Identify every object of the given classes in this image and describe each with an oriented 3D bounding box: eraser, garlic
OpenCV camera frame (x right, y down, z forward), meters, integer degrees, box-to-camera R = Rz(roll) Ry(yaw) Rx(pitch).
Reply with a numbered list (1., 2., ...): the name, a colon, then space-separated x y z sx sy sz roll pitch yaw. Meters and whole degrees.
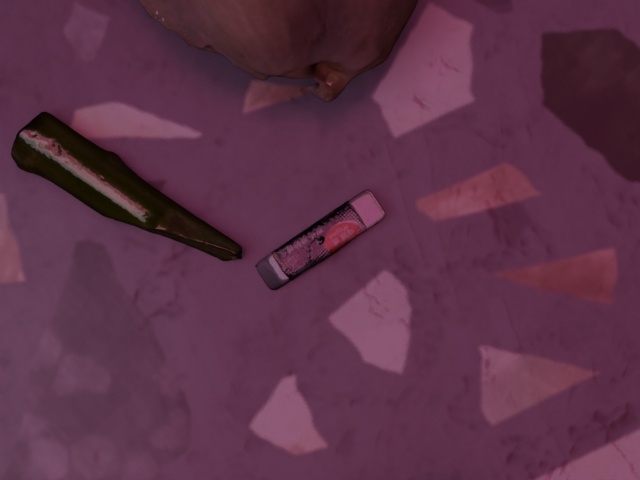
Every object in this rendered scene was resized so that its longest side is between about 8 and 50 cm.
1. eraser: 0.000 0.000 1.369 0.099 0.019 0.027 -33 88 -1
2. garlic: -0.026 -0.211 1.260 0.217 0.110 0.228 -35 89 -4

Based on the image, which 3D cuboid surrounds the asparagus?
1. asparagus: -0.136 -0.028 1.362 0.178 0.045 0.041 34 122 2
